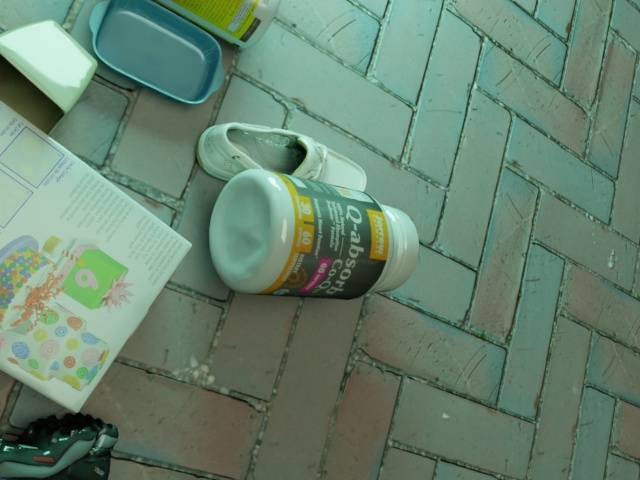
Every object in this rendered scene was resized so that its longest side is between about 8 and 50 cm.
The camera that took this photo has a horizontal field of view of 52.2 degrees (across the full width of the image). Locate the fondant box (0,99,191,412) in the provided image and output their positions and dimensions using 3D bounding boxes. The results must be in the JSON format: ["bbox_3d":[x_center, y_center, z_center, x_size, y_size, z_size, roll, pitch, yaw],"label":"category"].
[{"bbox_3d":[-0.351,0.006,0.743,0.330,0.096,0.238,40,66,-21],"label":"fondant box"}]

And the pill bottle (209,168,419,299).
[{"bbox_3d":[0.000,0.000,0.906,0.279,0.162,0.162,7,80,-42],"label":"pill bottle"}]

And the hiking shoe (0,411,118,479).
[{"bbox_3d":[-0.346,0.269,0.674,0.304,0.113,0.131,4,88,-47],"label":"hiking shoe"}]

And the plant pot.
[{"bbox_3d":[-0.333,-0.196,0.776,0.109,0.109,0.096,44,52,-20],"label":"plant pot"}]

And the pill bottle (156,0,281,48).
[{"bbox_3d":[-0.166,-0.360,0.886,0.215,0.117,0.117,23,73,-28],"label":"pill bottle"}]

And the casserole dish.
[{"bbox_3d":[-0.222,-0.255,0.887,0.189,0.037,0.114,23,72,-28],"label":"casserole dish"}]

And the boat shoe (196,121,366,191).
[{"bbox_3d":[-0.036,-0.107,0.948,0.277,0.096,0.098,9,78,-31],"label":"boat shoe"}]
